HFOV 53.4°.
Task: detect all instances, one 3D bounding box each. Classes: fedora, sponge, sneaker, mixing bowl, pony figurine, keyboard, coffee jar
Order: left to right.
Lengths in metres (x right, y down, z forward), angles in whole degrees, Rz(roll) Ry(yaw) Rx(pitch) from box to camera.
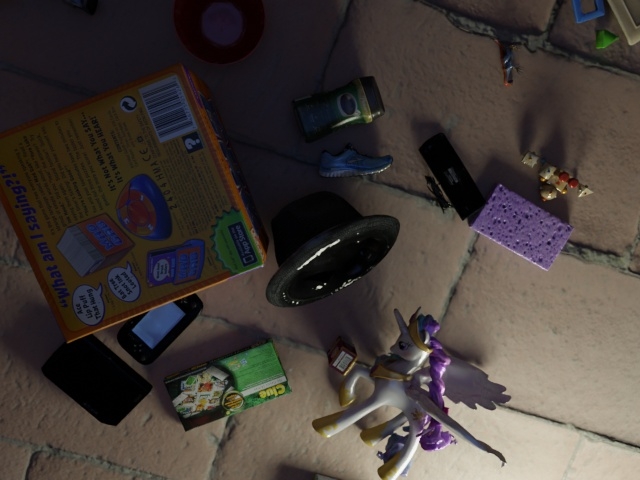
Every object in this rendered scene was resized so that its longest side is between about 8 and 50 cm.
[{"bbox_3d":[-0.199,-0.441,1.280,0.181,0.098,0.181,-1,100,-3],"label":"mixing bowl"},{"bbox_3d":[0.000,0.000,1.300,0.334,0.334,0.152,-34,69,2],"label":"fedora"},{"bbox_3d":[0.039,-0.276,1.336,0.184,0.079,0.096,-18,97,0],"label":"coffee jar"},{"bbox_3d":[0.076,-0.174,1.366,0.162,0.063,0.073,-5,97,-4],"label":"sneaker"},{"bbox_3d":[0.213,0.355,1.386,0.351,0.303,0.363,37,110,-1],"label":"pony figurine"},{"bbox_3d":[0.276,-0.134,1.402,0.100,0.038,0.192,-32,91,-12],"label":"keyboard"},{"bbox_3d":[0.452,-0.030,1.434,0.210,0.031,0.117,29,95,-7],"label":"sponge"}]

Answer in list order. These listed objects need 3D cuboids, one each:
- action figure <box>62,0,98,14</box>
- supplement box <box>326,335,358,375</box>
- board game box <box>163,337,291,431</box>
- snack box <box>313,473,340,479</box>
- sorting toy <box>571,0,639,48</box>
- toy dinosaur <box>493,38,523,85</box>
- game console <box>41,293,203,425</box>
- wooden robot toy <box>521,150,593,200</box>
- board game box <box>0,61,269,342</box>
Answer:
[{"bbox_3d":[-0.573,-0.542,1.237,0.285,0.099,0.185,18,103,-4],"label":"action figure"},{"bbox_3d":[0.048,0.257,1.426,0.043,0.083,0.055,34,96,-9],"label":"supplement box"},{"bbox_3d":[-0.209,0.329,1.448,0.260,0.030,0.136,-20,98,-1],"label":"board game box"},{"bbox_3d":[0.038,0.679,1.506,0.174,0.070,0.207,19,99,-7],"label":"snack box"},{"bbox_3d":[0.692,-0.547,1.358,0.348,0.047,0.196,-33,105,2],"label":"sorting toy"},{"bbox_3d":[0.405,-0.380,1.378,0.090,0.047,0.082,29,108,25],"label":"toy dinosaur"},{"bbox_3d":[-0.420,0.226,1.407,0.213,0.044,0.361,44,94,-10],"label":"game console"},{"bbox_3d":[0.511,-0.124,1.406,0.173,0.076,0.079,30,107,-8],"label":"wooden robot toy"},{"bbox_3d":[-0.328,-0.078,1.194,0.356,0.356,0.356,-21,98,0],"label":"board game box"}]
